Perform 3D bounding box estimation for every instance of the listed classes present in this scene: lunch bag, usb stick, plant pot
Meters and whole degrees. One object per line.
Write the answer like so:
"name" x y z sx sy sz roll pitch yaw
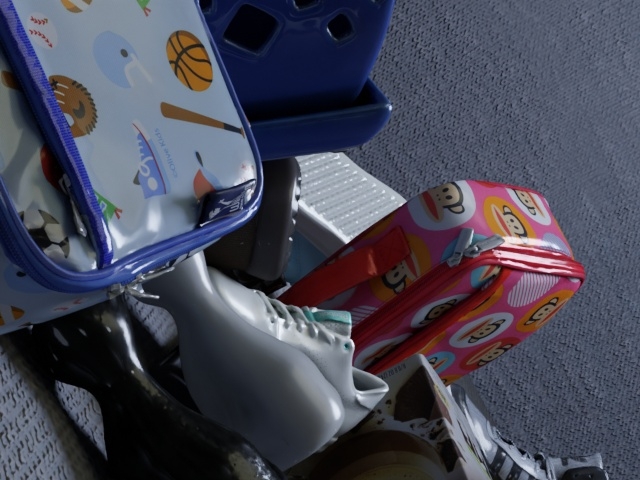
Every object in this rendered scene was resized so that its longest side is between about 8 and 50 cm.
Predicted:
"lunch bag" 0.073 0.058 1.564 0.258 0.293 0.120 9 49 -52
"usb stick" -0.085 0.108 1.324 0.077 0.045 0.278 55 8 -2
"plant pot" -0.072 -0.179 1.261 0.236 0.236 0.212 -123 -153 -63
"lunch bag" -0.166 -0.098 0.978 0.243 0.115 0.303 -23 87 -55

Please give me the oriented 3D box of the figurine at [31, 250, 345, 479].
"figurine" -0.089 0.081 1.105 0.209 0.092 0.215 55 25 -9

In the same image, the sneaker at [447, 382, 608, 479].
"sneaker" 0.238 0.255 1.933 0.268 0.153 0.101 61 7 -5

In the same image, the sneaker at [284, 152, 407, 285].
"sneaker" 0.000 0.000 1.801 0.366 0.150 0.135 47 46 -32

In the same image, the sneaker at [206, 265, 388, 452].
"sneaker" -0.023 0.074 1.318 0.212 0.094 0.080 50 11 -40

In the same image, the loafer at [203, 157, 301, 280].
"loafer" -0.114 -0.068 1.408 0.366 0.130 0.134 -141 -121 -71

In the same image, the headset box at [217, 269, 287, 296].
"headset box" -0.079 0.021 1.603 0.083 0.062 0.032 56 9 -34

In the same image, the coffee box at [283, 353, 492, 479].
"coffee box" 0.068 0.257 1.352 0.119 0.168 0.297 55 9 -41
